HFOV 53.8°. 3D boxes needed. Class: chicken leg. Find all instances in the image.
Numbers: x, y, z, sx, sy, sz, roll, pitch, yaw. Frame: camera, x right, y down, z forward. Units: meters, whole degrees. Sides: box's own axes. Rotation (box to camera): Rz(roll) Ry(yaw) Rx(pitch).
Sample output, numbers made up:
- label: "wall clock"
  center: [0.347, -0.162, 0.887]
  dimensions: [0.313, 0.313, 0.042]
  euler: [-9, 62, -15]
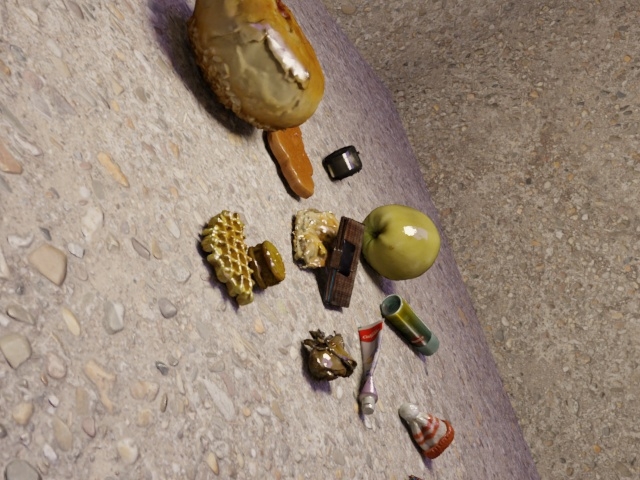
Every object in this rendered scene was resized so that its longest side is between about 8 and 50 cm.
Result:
- label: "chicken leg"
  center: [0.028, 0.255, 1.412]
  dimensions: [0.125, 0.080, 0.196]
  euler: [57, 16, 20]

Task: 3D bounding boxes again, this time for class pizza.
- label: "pizza"
  center: [0.000, 0.000, 1.663]
  dimensions: [0.297, 0.071, 0.189]
  euler: [-7, 75, -63]

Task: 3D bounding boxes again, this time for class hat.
- label: "hat"
  center: [0.279, 0.508, 1.723]
  dimensions: [0.162, 0.112, 0.093]
  euler: [44, -2, -20]

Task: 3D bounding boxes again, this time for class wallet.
- label: "wallet"
  center: [0.064, 0.058, 1.639]
  dimensions: [0.124, 0.042, 0.230]
  euler: [20, 83, -63]

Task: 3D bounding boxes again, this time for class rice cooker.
- label: "rice cooker"
  center: [0.080, -0.263, 2.135]
  dimensions: [0.107, 0.112, 0.165]
  euler: [69, 22, -2]

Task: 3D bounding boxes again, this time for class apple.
- label: "apple"
  center: [0.249, 0.006, 2.045]
  dimensions: [0.262, 0.262, 0.262]
  euler: [51, 23, -32]

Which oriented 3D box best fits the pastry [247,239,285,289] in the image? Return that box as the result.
- label: "pastry"
  center: [-0.112, 0.050, 1.316]
  dimensions: [0.109, 0.057, 0.097]
  euler: [-94, 162, -70]

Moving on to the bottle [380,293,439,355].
- label: "bottle"
  center: [0.294, 0.278, 2.039]
  dimensions: [0.286, 0.082, 0.082]
  euler: [46, 26, -40]

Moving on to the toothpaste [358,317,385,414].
- label: "toothpaste"
  center: [0.126, 0.313, 1.598]
  dimensions: [0.048, 0.075, 0.301]
  euler: [32, 33, -16]

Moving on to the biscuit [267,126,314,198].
- label: "biscuit"
  center: [-0.094, -0.264, 1.795]
  dimensions: [0.202, 0.047, 0.334]
  euler: [31, 35, -55]

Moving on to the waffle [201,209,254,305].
- label: "waffle"
  center: [-0.169, 0.025, 1.244]
  dimensions: [0.161, 0.046, 0.192]
  euler: [55, 21, -18]

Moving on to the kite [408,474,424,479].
- label: "kite"
  center: [0.250, 0.661, 1.555]
  dimensions: [0.183, 0.014, 0.241]
  euler: [62, 19, -14]

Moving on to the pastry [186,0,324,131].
- label: "pastry"
  center: [-0.163, -0.456, 1.562]
  dimensions: [0.410, 0.245, 0.410]
  euler: [51, 20, -27]
